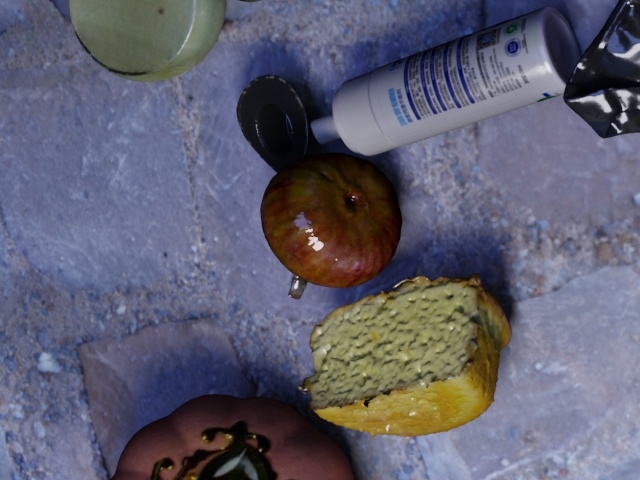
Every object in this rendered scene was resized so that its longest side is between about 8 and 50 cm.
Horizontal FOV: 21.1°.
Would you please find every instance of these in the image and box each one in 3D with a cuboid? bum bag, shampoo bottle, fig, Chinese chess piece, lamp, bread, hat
[{"bbox_3d":[0.353,-0.228,1.667,0.137,0.074,0.310,22,116,-8],"label":"bum bag"},{"bbox_3d":[0.120,-0.155,1.808,0.303,0.092,0.092,-18,90,31],"label":"shampoo bottle"},{"bbox_3d":[0.015,-0.020,1.878,0.149,0.202,0.148,-11,87,4],"label":"fig"},{"bbox_3d":[-0.198,-0.276,1.975,0.188,0.083,0.188,4,98,28],"label":"Chinese chess piece"},{"bbox_3d":[-0.099,0.327,1.944,0.305,0.240,0.305,0,66,1],"label":"lamp"},{"bbox_3d":[0.103,0.135,1.839,0.229,0.139,0.143,-16,48,33],"label":"bread"},{"bbox_3d":[-0.039,-0.130,1.922,0.121,0.050,0.121,23,125,37],"label":"hat"}]
